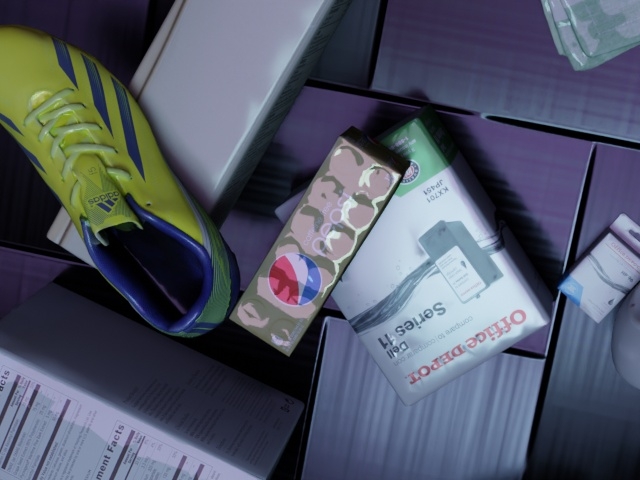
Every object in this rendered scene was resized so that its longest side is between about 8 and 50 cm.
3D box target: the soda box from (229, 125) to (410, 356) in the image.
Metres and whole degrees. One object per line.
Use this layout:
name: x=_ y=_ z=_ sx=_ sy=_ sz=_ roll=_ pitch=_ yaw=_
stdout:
soda box: x=0.000 y=0.000 z=1.340 sx=0.061 sy=0.058 sz=0.181 roll=33 pitch=106 yaw=3

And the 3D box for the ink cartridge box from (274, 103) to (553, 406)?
ink cartridge box: x=0.083 y=0.014 z=1.404 sx=0.153 sy=0.087 sz=0.208 roll=-33 pitch=95 yaw=15

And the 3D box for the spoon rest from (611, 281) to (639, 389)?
spoon rest: x=0.352 y=0.022 z=1.354 sx=0.276 sy=0.137 sz=0.084 roll=-45 pitch=118 yaw=4

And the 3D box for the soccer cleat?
soccer cleat: x=-0.166 y=-0.049 z=1.251 sx=0.093 sy=0.121 sz=0.289 roll=-39 pitch=92 yaw=15

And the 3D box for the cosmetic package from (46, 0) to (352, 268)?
cosmetic package: x=-0.090 y=-0.116 z=1.369 sx=0.113 sy=0.160 sz=0.309 roll=31 pitch=104 yaw=2

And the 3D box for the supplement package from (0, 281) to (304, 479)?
supplement package: x=-0.184 y=0.197 z=1.427 sx=0.262 sy=0.199 sz=0.198 roll=26 pitch=105 yaw=3

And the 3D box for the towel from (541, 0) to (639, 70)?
towel: x=0.253 y=-0.319 z=1.296 sx=0.248 sy=0.038 sz=0.325 roll=-21 pitch=111 yaw=12

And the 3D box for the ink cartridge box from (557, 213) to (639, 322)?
ink cartridge box: x=0.248 y=0.023 z=1.410 sx=0.048 sy=0.028 sz=0.083 roll=40 pitch=104 yaw=-1
